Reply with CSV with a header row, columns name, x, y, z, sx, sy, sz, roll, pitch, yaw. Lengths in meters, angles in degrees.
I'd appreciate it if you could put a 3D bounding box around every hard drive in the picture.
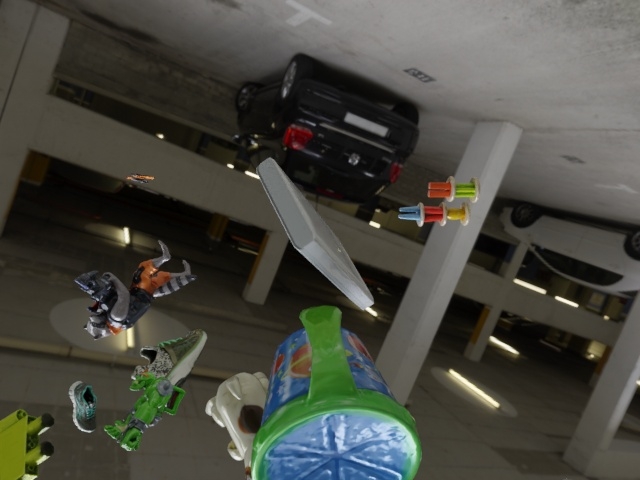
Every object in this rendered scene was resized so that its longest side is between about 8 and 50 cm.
name,x,y,z,sx,sy,sz,roll,pitch,yaw
hard drive,0.000,0.000,0.802,0.203,0.040,0.307,61,-172,35

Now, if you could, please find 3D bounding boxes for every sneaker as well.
name,x,y,z,sx,sy,sz,roll,pitch,yaw
sneaker,-0.747,0.533,1.342,0.076,0.167,0.065,-13,-175,28
sneaker,-0.521,0.391,1.458,0.182,0.158,0.410,33,-172,-9

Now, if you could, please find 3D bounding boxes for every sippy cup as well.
name,x,y,z,sx,sy,sz,roll,pitch,yaw
sippy cup,0.011,0.258,0.658,0.240,0.305,0.224,28,-162,-18

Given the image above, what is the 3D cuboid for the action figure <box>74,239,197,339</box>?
name,x,y,z,sx,sy,sz,roll,pitch,yaw
action figure,-0.549,0.155,1.226,0.178,0.330,0.341,44,168,6

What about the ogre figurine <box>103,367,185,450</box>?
name,x,y,z,sx,sy,sz,roll,pitch,yaw
ogre figurine,-0.320,0.309,0.774,0.096,0.118,0.197,31,155,9

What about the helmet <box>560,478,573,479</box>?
name,x,y,z,sx,sy,sz,roll,pitch,yaw
helmet,0.386,0.469,0.636,0.161,0.169,0.169,43,-168,19

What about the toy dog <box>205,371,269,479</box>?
name,x,y,z,sx,sy,sz,roll,pitch,yaw
toy dog,-0.231,0.731,1.634,0.284,0.395,0.408,-20,-122,-29

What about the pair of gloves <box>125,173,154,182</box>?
name,x,y,z,sx,sy,sz,roll,pitch,yaw
pair of gloves,-0.604,-0.207,1.404,0.074,0.010,0.083,7,169,-42

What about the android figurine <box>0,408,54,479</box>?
name,x,y,z,sx,sy,sz,roll,pitch,yaw
android figurine,-0.835,0.586,1.113,0.248,0.272,0.056,59,-179,41

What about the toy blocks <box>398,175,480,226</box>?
name,x,y,z,sx,sy,sz,roll,pitch,yaw
toy blocks,0.246,-0.081,0.889,0.148,0.123,0.054,-1,-132,-2
